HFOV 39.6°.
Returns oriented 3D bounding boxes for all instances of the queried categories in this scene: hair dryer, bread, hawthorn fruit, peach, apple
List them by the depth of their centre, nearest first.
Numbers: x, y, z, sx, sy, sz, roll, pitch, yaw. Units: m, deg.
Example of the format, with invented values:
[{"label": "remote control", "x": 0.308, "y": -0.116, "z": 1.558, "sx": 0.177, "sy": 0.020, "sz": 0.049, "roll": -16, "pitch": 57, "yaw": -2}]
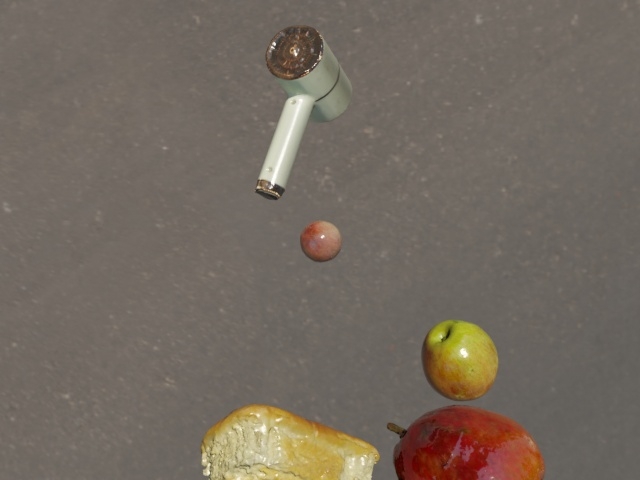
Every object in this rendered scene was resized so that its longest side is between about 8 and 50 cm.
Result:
[{"label": "bread", "x": -0.045, "y": 0.320, "z": 1.251, "sx": 0.246, "sy": 0.174, "sz": 0.121, "roll": 26, "pitch": 37, "yaw": -22}, {"label": "hawthorn fruit", "x": 0.220, "y": 0.363, "z": 1.418, "sx": 0.261, "sy": 0.224, "sz": 0.224, "roll": 25, "pitch": 79, "yaw": 6}, {"label": "peach", "x": 0.000, "y": 0.002, "z": 1.704, "sx": 0.083, "sy": 0.083, "sz": 0.083, "roll": -7, "pitch": 101, "yaw": -36}, {"label": "hair dryer", "x": -0.057, "y": -0.231, "z": 1.804, "sx": 0.203, "sy": 0.128, "sz": 0.361, "roll": 45, "pitch": 60, "yaw": -63}, {"label": "apple", "x": 0.340, "y": 0.291, "z": 2.196, "sx": 0.196, "sy": 0.196, "sz": 0.195, "roll": -7, "pitch": 101, "yaw": -36}]

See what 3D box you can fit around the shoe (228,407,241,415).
[{"label": "shoe", "x": -0.060, "y": 0.380, "z": 1.556, "sx": 0.098, "sy": 0.275, "sz": 0.103, "roll": -51, "pitch": 144, "yaw": -27}]
